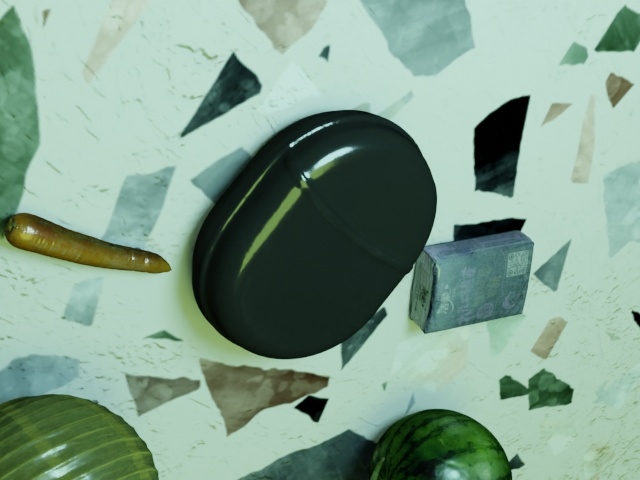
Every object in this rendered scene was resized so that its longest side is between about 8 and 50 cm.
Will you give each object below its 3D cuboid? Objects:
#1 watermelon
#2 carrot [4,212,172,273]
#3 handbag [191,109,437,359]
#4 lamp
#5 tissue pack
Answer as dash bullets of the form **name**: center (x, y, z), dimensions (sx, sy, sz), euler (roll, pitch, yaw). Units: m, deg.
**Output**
- **watermelon**: center (0.151, 0.323, 1.357), dimensions (0.214, 0.188, 0.188), euler (-7, 122, -33)
- **carrot**: center (-0.235, 0.009, 1.042), dimensions (0.190, 0.037, 0.037), euler (18, 108, -41)
- **handbag**: center (0.000, 0.001, 1.131), dimensions (0.253, 0.093, 0.308), euler (34, 99, -39)
- **lamp**: center (-0.268, 0.298, 1.042), dimensions (0.250, 0.284, 0.250), euler (-37, 165, -11)
- **tissue pack**: center (0.196, 0.052, 1.306), dimensions (0.156, 0.051, 0.112), euler (-9, 120, -25)
